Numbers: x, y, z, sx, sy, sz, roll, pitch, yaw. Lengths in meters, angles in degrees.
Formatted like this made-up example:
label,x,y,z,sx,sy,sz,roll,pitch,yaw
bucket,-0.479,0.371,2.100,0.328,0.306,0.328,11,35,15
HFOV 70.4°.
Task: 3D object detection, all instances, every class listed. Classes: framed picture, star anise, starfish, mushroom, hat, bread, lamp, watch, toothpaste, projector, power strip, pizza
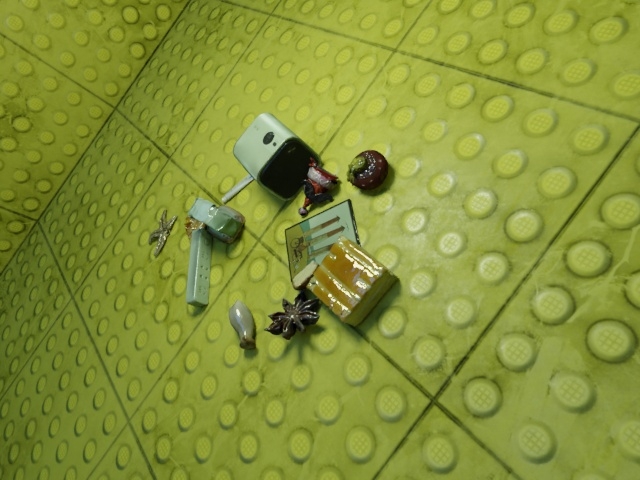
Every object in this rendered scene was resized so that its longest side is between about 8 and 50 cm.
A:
label,x,y,z,sx,sy,sz,roll,pitch,yaw
framed picture,0.000,0.000,1.780,0.323,0.013,0.244,-25,58,25
star anise,-0.090,0.270,1.665,0.230,0.081,0.262,-11,34,31
starfish,-0.838,-0.045,2.367,0.138,0.050,0.248,18,77,41
mushroom,-0.310,0.333,1.797,0.097,0.088,0.213,-39,58,26
hat,-0.033,-0.200,1.832,0.227,0.140,0.129,-57,38,16
bread,0.097,0.138,1.580,0.239,0.111,0.246,-52,52,5
lamp,0.174,-0.269,1.700,0.156,0.135,0.157,30,86,40
watch,-0.476,-0.100,2.011,0.253,0.241,0.162,24,86,40
toothpaste,-0.396,-0.248,2.162,0.190,0.031,0.048,-38,49,11
projector,-0.185,-0.352,1.916,0.249,0.248,0.249,-49,50,7
bread,-0.050,0.134,1.704,0.129,0.044,0.126,-46,19,4
power strip,-0.548,0.109,2.065,0.062,0.091,0.386,-17,60,26
pizza,-0.613,-0.082,2.217,0.161,0.062,0.182,33,91,42
